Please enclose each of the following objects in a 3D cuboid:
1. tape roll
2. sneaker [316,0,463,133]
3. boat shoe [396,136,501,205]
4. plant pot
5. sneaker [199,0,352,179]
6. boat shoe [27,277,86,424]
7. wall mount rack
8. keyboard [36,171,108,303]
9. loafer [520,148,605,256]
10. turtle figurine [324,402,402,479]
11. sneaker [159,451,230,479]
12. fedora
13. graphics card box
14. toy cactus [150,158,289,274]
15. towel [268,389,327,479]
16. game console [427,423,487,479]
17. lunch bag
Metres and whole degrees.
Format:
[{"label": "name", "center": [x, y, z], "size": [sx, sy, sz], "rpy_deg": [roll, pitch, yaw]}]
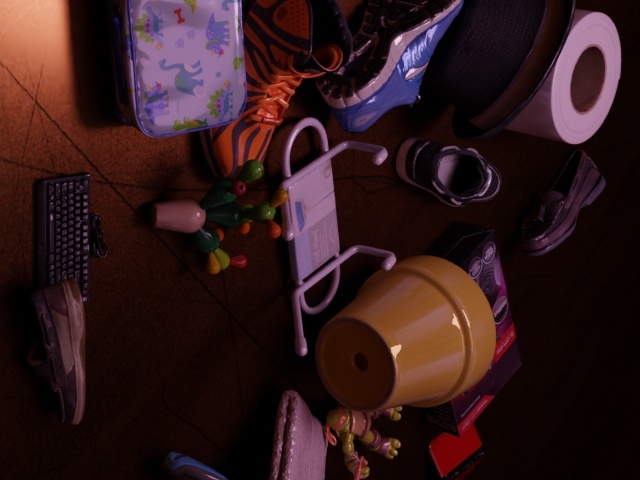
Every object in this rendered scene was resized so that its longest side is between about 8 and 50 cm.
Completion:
[{"label": "tape roll", "center": [0.428, -0.315, 2.153], "size": [0.246, 0.169, 0.246], "rpy_deg": [-21, 119, -43]}, {"label": "sneaker", "center": [0.117, -0.301, 1.855], "size": [0.330, 0.130, 0.147], "rpy_deg": [-48, 149, -21]}, {"label": "boat shoe", "center": [0.255, -0.113, 2.090], "size": [0.303, 0.091, 0.114], "rpy_deg": [5, 100, -50]}, {"label": "plant pot", "center": [0.127, 0.172, 1.912], "size": [0.239, 0.254, 0.253], "rpy_deg": [-20, 119, -50]}, {"label": "sneaker", "center": [-0.062, -0.221, 1.607], "size": [0.125, 0.180, 0.321], "rpy_deg": [-5, 109, -48]}, {"label": "boat shoe", "center": [-0.348, 0.149, 1.512], "size": [0.074, 0.080, 0.223], "rpy_deg": [-5, 123, -19]}, {"label": "wall mount rack", "center": [0.000, 0.000, 1.787], "size": [0.304, 0.131, 0.350], "rpy_deg": [-39, 133, -43]}, {"label": "keyboard", "center": [-0.324, 0.001, 1.517], "size": [0.108, 0.023, 0.180], "rpy_deg": [-15, 116, -46]}, {"label": "loafer", "center": [0.487, -0.081, 2.385], "size": [0.302, 0.109, 0.095], "rpy_deg": [-44, 114, -38]}, {"label": "turtle figurine", "center": [0.066, 0.335, 2.037], "size": [0.217, 0.087, 0.269], "rpy_deg": [26, 52, -56]}, {"label": "sneaker", "center": [-0.169, 0.458, 1.798], "size": [0.139, 0.125, 0.340], "rpy_deg": [-49, 135, -23]}, {"label": "fedora", "center": [0.280, -0.340, 1.944], "size": [0.153, 0.334, 0.334], "rpy_deg": [27, 82, -20]}, {"label": "graphics card box", "center": [0.268, 0.174, 2.220], "size": [0.233, 0.094, 0.370], "rpy_deg": [-43, 132, -30]}, {"label": "toy cactus", "center": [-0.149, -0.025, 1.635], "size": [0.181, 0.112, 0.219], "rpy_deg": [0, 149, -23]}, {"label": "towel", "center": [-0.040, 0.403, 1.882], "size": [0.187, 0.049, 0.282], "rpy_deg": [63, 30, -58]}, {"label": "game console", "center": [0.269, 0.453, 2.394], "size": [0.144, 0.085, 0.124], "rpy_deg": [-28, 155, -40]}, {"label": "lunch bag", "center": [-0.191, -0.251, 1.502], "size": [0.176, 0.090, 0.218], "rpy_deg": [-17, 117, -31]}]
